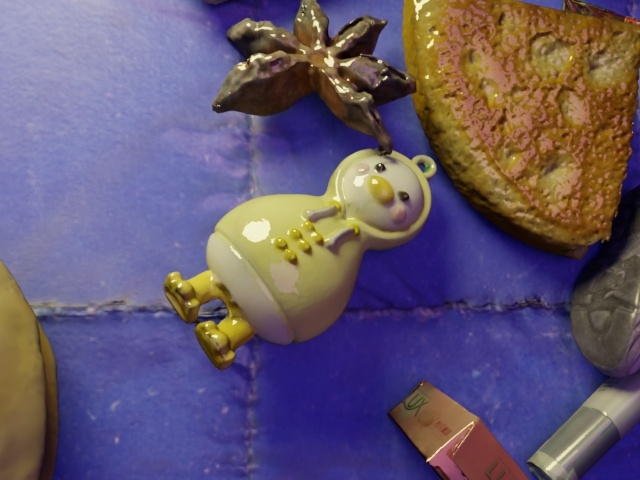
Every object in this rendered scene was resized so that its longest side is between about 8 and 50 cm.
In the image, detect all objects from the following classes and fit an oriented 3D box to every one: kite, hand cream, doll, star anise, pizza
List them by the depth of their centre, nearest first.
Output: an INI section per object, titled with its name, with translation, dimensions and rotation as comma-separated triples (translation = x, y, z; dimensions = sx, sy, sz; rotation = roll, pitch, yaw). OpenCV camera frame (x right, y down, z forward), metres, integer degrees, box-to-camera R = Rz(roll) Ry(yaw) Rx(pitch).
[doll]
translation = 0.001, -0.005, 0.465
dimensions = 0.296, 0.117, 0.141
rotation = -38, 76, -14
[star anise]
translation = -0.002, -0.184, 0.495
dimensions = 0.208, 0.063, 0.172
rotation = 17, 68, 6
[pizza]
translation = 0.200, -0.124, 0.540
dimensions = 0.268, 0.087, 0.258
rotation = 9, 90, -8
[hand cream]
translation = 0.337, 0.179, 0.550
dimensions = 0.255, 0.079, 0.048
rotation = -40, 81, -11
[kite]
translation = 0.343, -0.260, 0.622
dimensions = 0.222, 0.008, 0.125
rotation = -36, 93, -13

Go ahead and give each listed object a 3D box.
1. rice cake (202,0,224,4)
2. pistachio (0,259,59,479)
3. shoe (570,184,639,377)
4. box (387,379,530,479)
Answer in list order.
[rice cake]
translation = 0.016, -0.342, 0.529
dimensions = 0.365, 0.056, 0.073
rotation = -26, 85, -14
[pistachio]
translation = -0.376, 0.178, 0.299
dimensions = 0.365, 0.281, 0.445
rotation = 24, 66, -1
[shoe]
translation = 0.386, 0.055, 0.560
dimensions = 0.137, 0.095, 0.245
rotation = 32, 73, -6
[box]
translation = 0.131, 0.203, 0.458
dimensions = 0.060, 0.156, 0.111
rotation = -38, 92, -6
